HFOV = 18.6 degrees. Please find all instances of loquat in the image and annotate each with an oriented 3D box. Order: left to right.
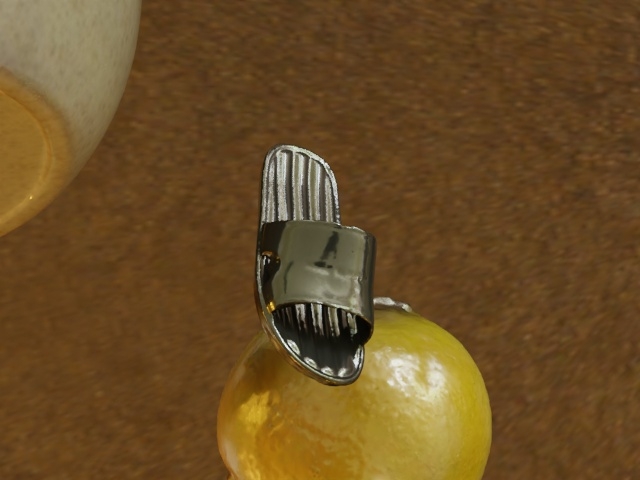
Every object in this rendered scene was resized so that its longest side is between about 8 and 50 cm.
[{"bbox_3d":[0.018,0.126,1.191,0.172,0.149,0.204,-2,73,33],"label":"loquat"}]

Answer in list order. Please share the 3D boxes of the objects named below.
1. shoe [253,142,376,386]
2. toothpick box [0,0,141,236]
[{"bbox_3d":[0.000,0.000,1.034,0.053,0.062,0.159,-49,34,38],"label":"shoe"},{"bbox_3d":[-0.315,-0.229,1.217,0.409,0.409,0.425,-20,62,19],"label":"toothpick box"}]
